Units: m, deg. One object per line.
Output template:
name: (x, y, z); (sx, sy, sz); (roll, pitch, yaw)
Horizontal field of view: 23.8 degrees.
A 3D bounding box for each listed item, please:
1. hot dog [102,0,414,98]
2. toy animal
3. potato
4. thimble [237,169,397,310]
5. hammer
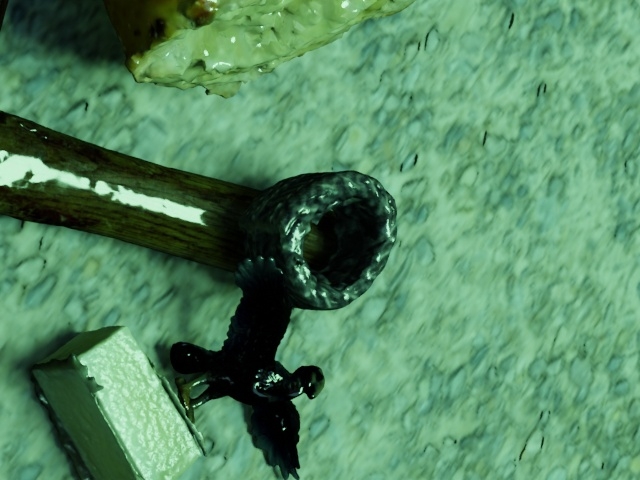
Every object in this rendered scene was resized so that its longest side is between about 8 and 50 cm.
hot dog: (-0.024, -0.327, 0.981); (0.367, 0.196, 0.365); (-26, 85, 3)
toy animal: (-0.052, 0.096, 1.076); (0.108, 0.062, 0.220); (-9, 130, -1)
potato: (-0.140, 0.119, 1.045); (0.061, 0.086, 0.122); (-38, 107, -37)
thimble: (0.002, 0.000, 1.067); (0.104, 0.066, 0.095); (-15, 99, -36)
hammer: (-0.148, -0.028, 1.048); (0.409, 0.095, 0.242); (16, 82, -34)
